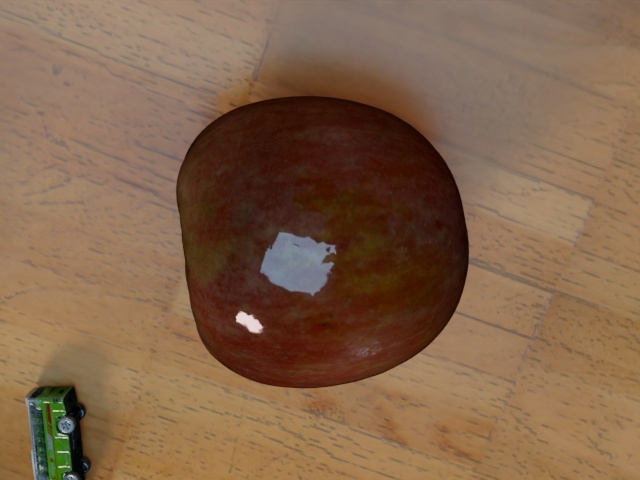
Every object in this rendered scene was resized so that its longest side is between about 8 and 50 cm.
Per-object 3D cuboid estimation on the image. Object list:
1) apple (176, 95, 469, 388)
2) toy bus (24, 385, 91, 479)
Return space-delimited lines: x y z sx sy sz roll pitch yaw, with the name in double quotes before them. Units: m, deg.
"apple" 0.000 0.000 0.873 0.174 0.188 0.188 -7 105 -6
"toy bus" -0.188 0.147 0.996 0.037 0.031 0.083 0 105 8
